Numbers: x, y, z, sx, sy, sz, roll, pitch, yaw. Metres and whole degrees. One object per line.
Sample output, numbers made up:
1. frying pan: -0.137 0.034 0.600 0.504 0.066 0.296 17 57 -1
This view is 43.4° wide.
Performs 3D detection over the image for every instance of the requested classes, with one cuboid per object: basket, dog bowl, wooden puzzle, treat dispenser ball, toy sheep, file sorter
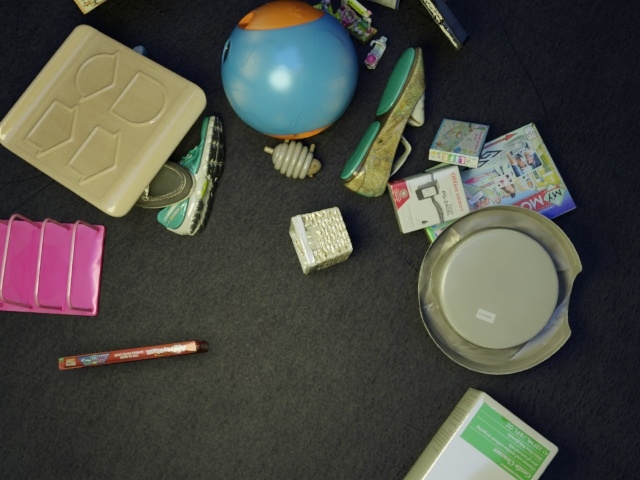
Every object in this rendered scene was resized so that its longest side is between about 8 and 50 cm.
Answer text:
1. basket: 0.000 0.000 1.708 0.103 0.167 0.113 -19 83 -7
2. dog bowl: 0.366 0.098 1.685 0.349 0.102 0.348 0 93 -2
3. wooden puzzle: -0.456 -0.251 1.694 0.348 0.080 0.322 32 80 15
4. treat dispenser ball: -0.064 -0.356 1.691 0.288 0.288 0.288 0 83 2
5. toy sheep: -0.061 -0.181 1.772 0.132 0.091 0.091 18 83 -1
6. file sorter: -0.634 0.048 1.710 0.291 0.182 0.202 3 82 2

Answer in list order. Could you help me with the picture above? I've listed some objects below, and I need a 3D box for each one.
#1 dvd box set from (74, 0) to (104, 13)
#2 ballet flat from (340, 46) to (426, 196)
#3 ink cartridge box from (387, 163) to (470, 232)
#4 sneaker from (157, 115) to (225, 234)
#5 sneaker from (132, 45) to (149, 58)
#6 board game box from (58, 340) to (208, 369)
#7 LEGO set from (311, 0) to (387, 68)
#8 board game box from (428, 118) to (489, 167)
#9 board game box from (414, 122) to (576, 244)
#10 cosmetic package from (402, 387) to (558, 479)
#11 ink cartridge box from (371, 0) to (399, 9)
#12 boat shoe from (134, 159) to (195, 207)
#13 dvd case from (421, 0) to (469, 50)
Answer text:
1. dvd box set: -0.398 -0.690 1.776 0.420 0.062 0.307 -35 45 -3
2. ballet flat: 0.165 -0.252 1.769 0.123 0.123 0.348 26 83 5
3. ink cartridge box: 0.230 -0.090 1.704 0.150 0.063 0.109 -17 98 0
4. sneaker: -0.284 -0.150 1.769 0.110 0.107 0.275 16 83 13
5. sneaker: -0.453 -0.337 1.803 0.092 0.087 0.228 19 82 6
6. board game box: -0.389 0.242 1.696 0.281 0.145 0.027 -7 83 1
7. LEGO set: 0.017 -0.495 1.798 0.287 0.107 0.132 20 84 4
8. board game box: 0.300 -0.212 1.733 0.103 0.154 0.026 12 126 14
9. board game box: 0.368 -0.098 1.767 0.317 0.046 0.213 -25 82 -2
10. cosmetic package: 0.287 0.506 1.637 0.197 0.155 0.365 35 84 3
11. ink cartridge box: 0.012 -0.628 1.780 0.371 0.176 0.069 22 83 4
12. boat shoe: -0.436 -0.140 1.730 0.335 0.095 0.112 11 86 20
13. dvd case: 0.237 -0.526 1.735 0.022 0.180 0.253 -34 99 22
